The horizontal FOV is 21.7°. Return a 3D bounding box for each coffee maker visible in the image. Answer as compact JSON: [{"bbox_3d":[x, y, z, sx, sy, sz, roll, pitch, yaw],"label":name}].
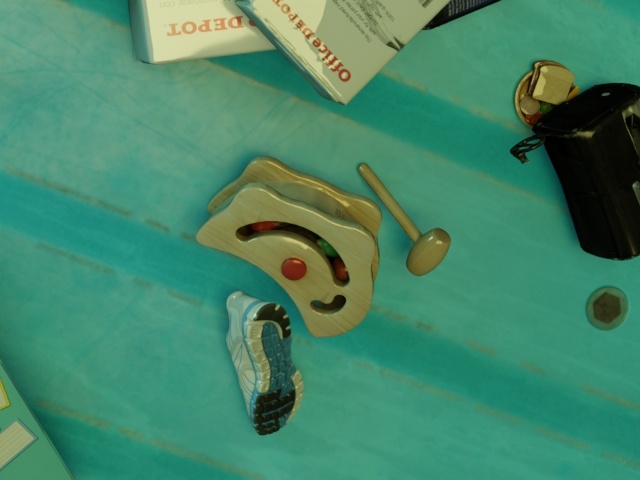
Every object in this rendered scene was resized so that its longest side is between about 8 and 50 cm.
[{"bbox_3d":[0.321,-0.070,1.942,0.171,0.120,0.178,-23,111,0],"label":"coffee maker"}]

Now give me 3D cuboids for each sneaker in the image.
[{"bbox_3d":[-0.072,0.137,1.926,0.071,0.083,0.190,-24,127,-30],"label":"sneaker"}]

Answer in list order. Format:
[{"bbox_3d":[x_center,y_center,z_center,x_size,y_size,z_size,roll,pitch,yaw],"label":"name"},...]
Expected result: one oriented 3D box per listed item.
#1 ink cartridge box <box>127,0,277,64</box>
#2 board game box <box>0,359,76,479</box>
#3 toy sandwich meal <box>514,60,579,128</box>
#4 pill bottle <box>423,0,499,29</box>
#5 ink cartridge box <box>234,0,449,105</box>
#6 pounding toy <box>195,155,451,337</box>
[{"bbox_3d":[-0.103,-0.354,1.807,0.223,0.129,0.307,-8,100,-12],"label":"ink cartridge box"},{"bbox_3d":[-0.433,0.216,1.764,0.254,0.079,0.336,-34,130,-14],"label":"board game box"},{"bbox_3d":[0.269,-0.169,1.966,0.086,0.029,0.085,-2,99,-12],"label":"toy sandwich meal"},{"bbox_3d":[0.143,-0.310,1.870,0.219,0.123,0.122,-23,103,-8],"label":"pill bottle"},{"bbox_3d":[0.036,-0.266,1.742,0.208,0.087,0.153,-45,107,-5],"label":"ink cartridge box"},{"bbox_3d":[0.000,0.000,1.916,0.270,0.155,0.154,23,122,-5],"label":"pounding toy"}]
